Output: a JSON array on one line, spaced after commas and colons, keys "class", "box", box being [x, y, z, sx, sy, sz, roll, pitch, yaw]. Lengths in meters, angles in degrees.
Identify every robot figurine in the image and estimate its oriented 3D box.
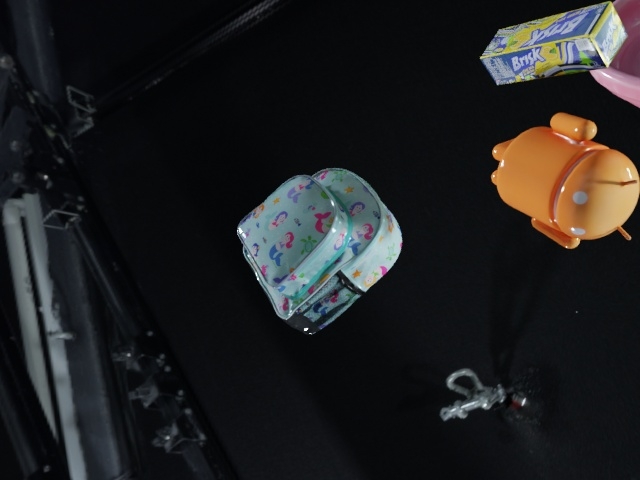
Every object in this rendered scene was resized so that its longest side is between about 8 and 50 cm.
[{"class": "robot figurine", "box": [0.335, -0.083, 0.756, 0.158, 0.128, 0.219, -62, -143, 12]}]

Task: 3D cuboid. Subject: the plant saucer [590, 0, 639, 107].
[{"class": "plant saucer", "box": [0.556, -0.280, 0.769, 0.332, 0.084, 0.332, -17, -139, 16]}]

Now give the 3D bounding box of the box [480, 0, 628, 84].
[{"class": "box", "box": [0.295, -0.250, 0.707, 0.059, 0.054, 0.169, -55, -151, -12]}]

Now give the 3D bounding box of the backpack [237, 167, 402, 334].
[{"class": "backpack", "box": [0.000, 0.000, 0.934, 0.253, 0.191, 0.225, -37, -132, 2]}]
